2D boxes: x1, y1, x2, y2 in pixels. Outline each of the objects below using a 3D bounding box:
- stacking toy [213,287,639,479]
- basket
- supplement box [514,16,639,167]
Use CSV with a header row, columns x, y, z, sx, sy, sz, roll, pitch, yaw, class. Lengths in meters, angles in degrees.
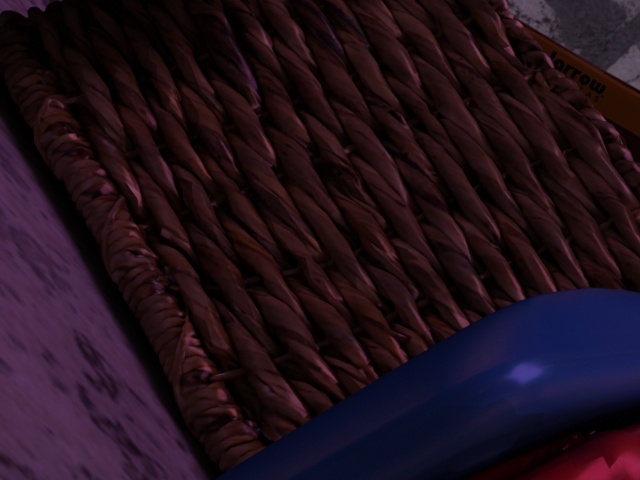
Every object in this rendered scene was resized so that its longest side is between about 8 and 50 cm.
x,y,z,sx,sy,sz,roll,pitch,yaw,class
0.078,0.178,0.475,0.175,0.166,0.302,-1,61,-58,stacking toy
0.006,0.024,0.853,0.299,0.223,0.213,56,-22,34,basket
0.111,-0.012,1.087,0.129,0.191,0.194,32,6,13,supplement box
